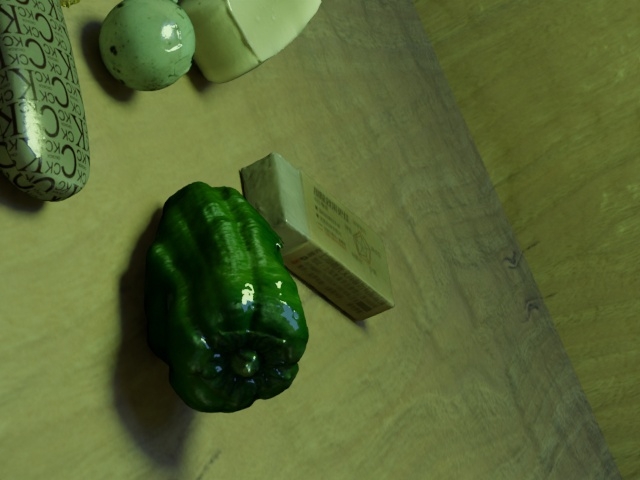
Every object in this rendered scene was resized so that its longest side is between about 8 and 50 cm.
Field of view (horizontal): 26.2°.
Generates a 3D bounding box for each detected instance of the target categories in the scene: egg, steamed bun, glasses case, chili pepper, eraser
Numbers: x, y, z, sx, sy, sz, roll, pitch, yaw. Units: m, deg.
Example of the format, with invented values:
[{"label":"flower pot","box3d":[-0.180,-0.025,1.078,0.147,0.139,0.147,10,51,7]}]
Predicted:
[{"label":"egg","box3d":[-0.226,-0.266,1.840,0.131,0.131,0.164,62,18,-10]},{"label":"steamed bun","box3d":[-0.125,-0.347,2.113,0.146,0.164,0.241,59,41,-20]},{"label":"glasses case","box3d":[-0.341,-0.210,1.560,0.137,0.085,0.354,24,46,-59]},{"label":"chili pepper","box3d":[-0.134,0.063,1.664,0.167,0.213,0.385,8,23,-16]},{"label":"eraser","box3d":[0.000,0.000,2.179,0.343,0.078,0.144,39,33,-49]}]

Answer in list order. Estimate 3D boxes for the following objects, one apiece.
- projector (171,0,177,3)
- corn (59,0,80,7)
[{"label":"projector","box3d":[-0.267,-0.419,2.007,0.115,0.061,0.147,26,45,-62]},{"label":"corn","box3d":[-0.345,-0.417,1.783,0.081,0.081,0.248,37,36,-53]}]
